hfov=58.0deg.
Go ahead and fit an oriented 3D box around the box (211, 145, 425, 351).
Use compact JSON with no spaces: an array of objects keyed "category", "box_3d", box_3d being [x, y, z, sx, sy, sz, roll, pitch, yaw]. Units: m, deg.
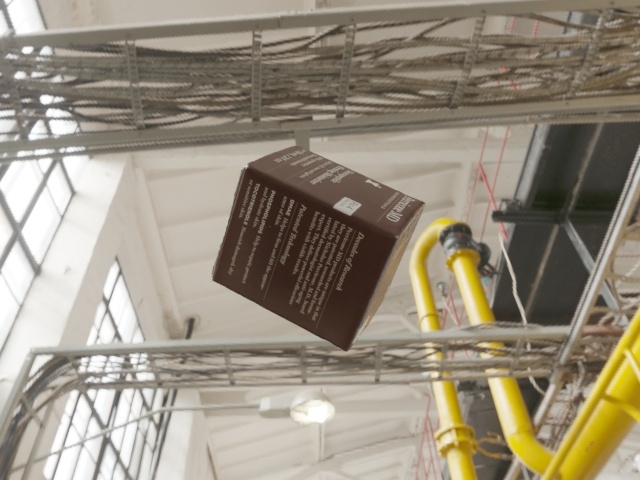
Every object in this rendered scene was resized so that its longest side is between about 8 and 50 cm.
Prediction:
[{"category":"box","box_3d":[0.000,0.000,0.750,0.203,0.168,0.167,25,-66,11]}]
